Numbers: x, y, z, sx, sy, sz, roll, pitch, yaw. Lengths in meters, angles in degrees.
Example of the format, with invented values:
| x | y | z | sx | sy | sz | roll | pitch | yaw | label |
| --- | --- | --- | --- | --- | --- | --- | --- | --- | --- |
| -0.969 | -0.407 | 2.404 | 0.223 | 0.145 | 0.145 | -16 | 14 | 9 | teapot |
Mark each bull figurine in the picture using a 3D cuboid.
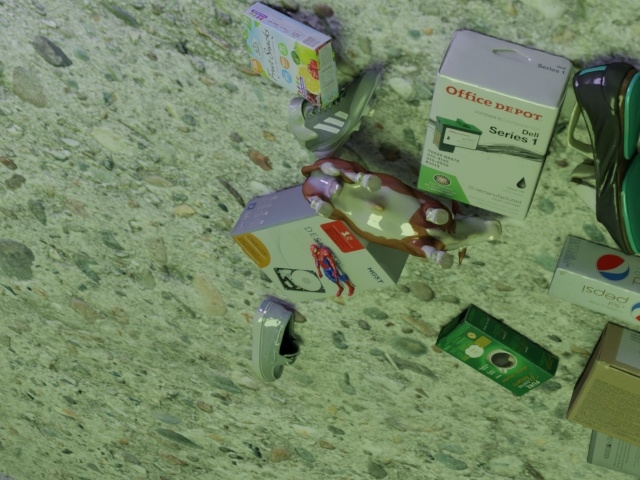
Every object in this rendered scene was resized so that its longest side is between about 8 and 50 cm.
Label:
| x | y | z | sx | sy | sz | roll | pitch | yaw | label |
| --- | --- | --- | --- | --- | --- | --- | --- | --- | --- |
| 0.115 | -0.035 | 1.464 | 0.311 | 0.101 | 0.188 | 19 | -175 | -5 | bull figurine |

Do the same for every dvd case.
| x | y | z | sx | sy | sz | roll | pitch | yaw | label |
| --- | --- | --- | --- | --- | --- | --- | --- | --- | --- |
| 0.597 | 0.371 | 1.805 | 0.239 | 0.029 | 0.179 | 14 | 142 | 19 | dvd case |

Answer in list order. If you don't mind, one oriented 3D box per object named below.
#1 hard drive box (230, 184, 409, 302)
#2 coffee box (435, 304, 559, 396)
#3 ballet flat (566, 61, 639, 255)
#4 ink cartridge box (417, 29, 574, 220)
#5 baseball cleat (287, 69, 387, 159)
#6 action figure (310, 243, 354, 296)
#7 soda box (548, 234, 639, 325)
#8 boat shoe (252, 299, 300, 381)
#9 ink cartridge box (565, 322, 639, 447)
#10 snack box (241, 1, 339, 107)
| x | y | z | sx | sy | sz | roll | pitch | yaw | label |
| --- | --- | --- | --- | --- | --- | --- | --- | --- | --- |
| 0.000 | 0.000 | 1.671 | 0.232 | 0.089 | 0.181 | -14 | 128 | 42 | hard drive box |
| 0.301 | 0.191 | 1.758 | 0.184 | 0.040 | 0.113 | 31 | 144 | -5 | coffee box |
| 0.369 | -0.107 | 1.318 | 0.096 | 0.095 | 0.280 | 13 | 133 | 34 | ballet flat |
| 0.224 | -0.148 | 1.346 | 0.160 | 0.092 | 0.219 | 18 | 144 | 12 | ink cartridge box |
| 0.012 | -0.183 | 1.452 | 0.109 | 0.072 | 0.206 | 29 | 143 | -4 | baseball cleat |
| 0.014 | 0.046 | 1.621 | 0.038 | 0.030 | 0.115 | -1 | 134 | 40 | action figure |
| 0.449 | 0.069 | 1.493 | 0.216 | 0.069 | 0.074 | 19 | 144 | 12 | soda box |
| -0.082 | 0.207 | 1.984 | 0.081 | 0.079 | 0.227 | 19 | 140 | 18 | boat shoe |
| 0.536 | 0.251 | 1.646 | 0.235 | 0.088 | 0.193 | 21 | 142 | 10 | ink cartridge box |
| -0.041 | -0.251 | 1.392 | 0.141 | 0.037 | 0.100 | 33 | 149 | 31 | snack box |
